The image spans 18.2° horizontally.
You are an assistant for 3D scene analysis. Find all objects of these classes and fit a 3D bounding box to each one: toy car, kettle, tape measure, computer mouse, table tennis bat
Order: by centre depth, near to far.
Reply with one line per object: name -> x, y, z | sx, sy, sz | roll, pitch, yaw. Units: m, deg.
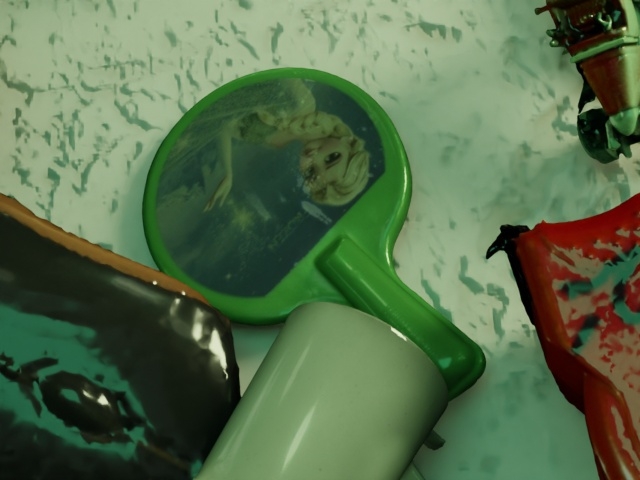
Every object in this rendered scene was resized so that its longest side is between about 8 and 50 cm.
tape measure -> 0.237, 0.076, 0.999 | 0.253, 0.114, 0.260 | -18, 67, 5
kettle -> -0.004, 0.126, 1.041 | 0.098, 0.127, 0.148 | 10, 55, 35
toy car -> 0.159, -0.117, 1.108 | 0.073, 0.054, 0.143 | -19, 84, 32
computer mouse -> -0.190, 0.068, 1.114 | 0.323, 0.116, 0.183 | 24, 79, 22
table tennis bat -> 0.000, 0.000, 1.139 | 0.160, 0.039, 0.257 | -42, 61, -4
